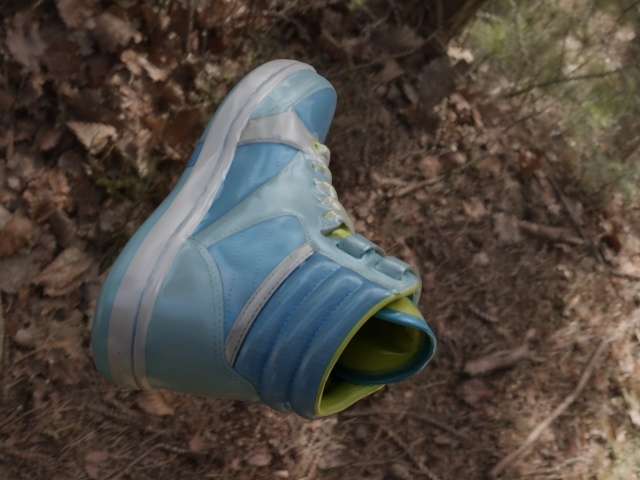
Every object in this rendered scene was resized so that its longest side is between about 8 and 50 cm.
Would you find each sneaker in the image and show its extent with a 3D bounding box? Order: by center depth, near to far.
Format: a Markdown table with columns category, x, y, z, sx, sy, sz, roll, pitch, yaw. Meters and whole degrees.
| category | x | y | z | sx | sy | sz | roll | pitch | yaw |
| --- | --- | --- | --- | --- | --- | --- | --- | --- | --- |
| sneaker | 0.000 | 0.000 | 0.729 | 0.208 | 0.127 | 0.319 | 16 | 51 | 13 |
